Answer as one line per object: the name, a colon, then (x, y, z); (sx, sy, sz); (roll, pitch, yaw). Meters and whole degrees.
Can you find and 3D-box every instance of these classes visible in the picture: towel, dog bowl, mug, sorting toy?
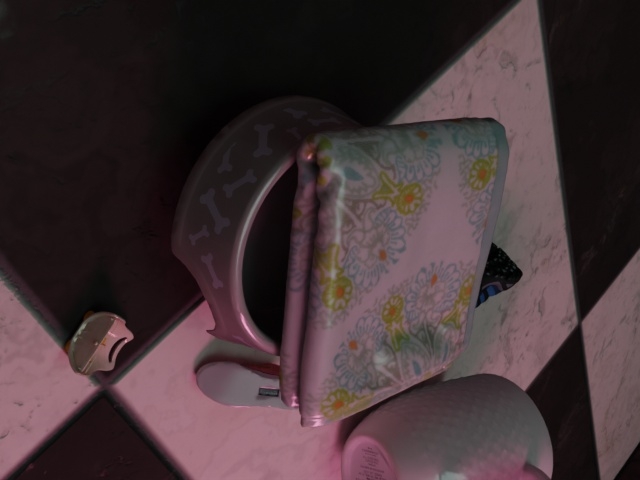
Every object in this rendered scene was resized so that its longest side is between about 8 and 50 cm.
towel: (0.098, 0.033, 1.015); (0.321, 0.090, 0.374); (-14, 117, -42)
dog bowl: (-0.019, -0.006, 1.021); (0.349, 0.102, 0.348); (-21, 122, -37)
mug: (0.243, 0.414, 1.421); (0.328, 0.374, 0.276); (-3, 102, -36)
sorting toy: (-0.268, 0.130, 0.980); (0.083, 0.045, 0.075); (-58, 147, -8)

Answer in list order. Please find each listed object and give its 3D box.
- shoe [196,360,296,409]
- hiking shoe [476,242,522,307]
shoe: (-0.105, 0.214, 1.181); (0.178, 0.081, 0.063); (13, 88, -20)
hiking shoe: (0.273, 0.083, 1.508); (0.304, 0.113, 0.132); (-12, 148, -50)
